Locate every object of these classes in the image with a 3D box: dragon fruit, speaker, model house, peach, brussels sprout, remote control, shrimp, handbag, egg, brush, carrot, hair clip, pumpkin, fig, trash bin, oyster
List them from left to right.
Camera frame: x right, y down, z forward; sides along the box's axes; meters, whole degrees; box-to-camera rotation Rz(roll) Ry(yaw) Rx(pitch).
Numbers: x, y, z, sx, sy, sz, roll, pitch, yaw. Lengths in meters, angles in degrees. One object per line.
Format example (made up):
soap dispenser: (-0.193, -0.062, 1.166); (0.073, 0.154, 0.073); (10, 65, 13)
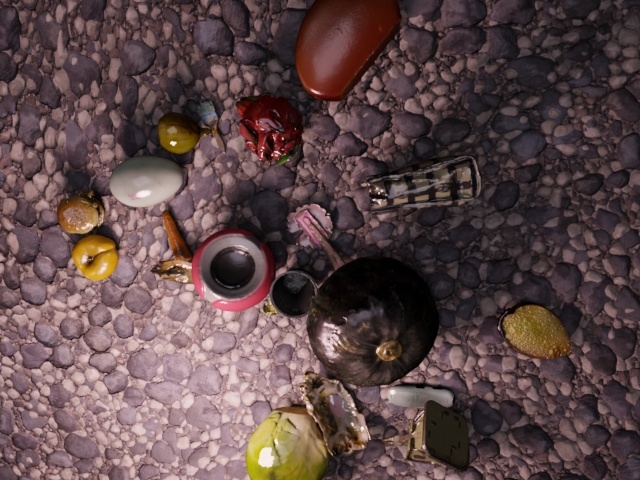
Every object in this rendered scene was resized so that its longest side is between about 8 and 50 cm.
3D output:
peach: (-0.870, 0.064, 1.709); (0.180, 0.103, 0.179); (1, 98, 4)
egg: (-0.627, -0.217, 1.591); (0.265, 0.183, 0.182); (-13, 98, 1)
carrot: (-0.558, -0.021, 1.682); (0.061, 0.061, 0.209); (-21, 92, 10)
shrimp: (-0.545, 0.116, 1.667); (0.255, 0.145, 0.059); (10, 57, 6)
fig: (-0.489, -0.394, 1.577); (0.187, 0.148, 0.142); (-20, 82, -24)
brush: (-0.390, -0.410, 1.610); (0.070, 0.021, 0.196); (-21, 97, 12)
speaker: (-0.312, 0.100, 1.561); (0.295, 0.294, 0.293); (1, 100, 7)
dragon fruit: (-0.189, -0.394, 1.483); (0.293, 0.234, 0.233); (40, 102, -4)
brussels sprout: (-0.178, 0.248, 1.681); (0.085, 0.058, 0.085); (-6, 79, 36)
brussels sprout: (-0.125, 0.801, 1.675); (0.345, 0.268, 0.343); (0, 91, -13)
trash bin: (-0.086, 0.172, 1.600); (0.176, 0.161, 0.175); (1, 101, 3)
hair clip: (0.003, 0.001, 1.606); (0.173, 0.069, 0.300); (-37, 83, 10)
oyster: (0.043, 0.646, 1.671); (0.354, 0.201, 0.107); (62, 145, 6)
pumpkin: (0.176, 0.268, 1.483); (0.455, 0.344, 0.453); (-7, 115, -16)
handbag: (0.311, -0.174, 1.408); (0.327, 0.325, 0.162); (-7, 96, 8)
remote control: (0.383, 0.596, 1.674); (0.257, 0.045, 0.097); (0, 103, 4)
model house: (0.382, 0.750, 1.648); (0.219, 0.204, 0.279); (32, 137, -15)
peach: (0.763, 0.325, 1.571); (0.279, 0.068, 0.189); (32, 94, 3)

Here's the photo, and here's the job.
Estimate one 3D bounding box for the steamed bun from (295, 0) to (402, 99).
steamed bun: (0.061, -0.642, 1.404); (0.248, 0.235, 0.379); (41, 102, -4)

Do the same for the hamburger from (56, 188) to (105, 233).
hamburger: (-0.903, -0.112, 1.669); (0.159, 0.131, 0.184); (26, 98, -1)
